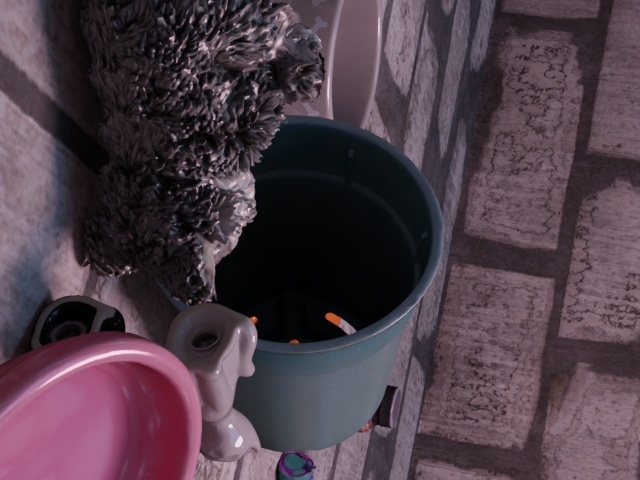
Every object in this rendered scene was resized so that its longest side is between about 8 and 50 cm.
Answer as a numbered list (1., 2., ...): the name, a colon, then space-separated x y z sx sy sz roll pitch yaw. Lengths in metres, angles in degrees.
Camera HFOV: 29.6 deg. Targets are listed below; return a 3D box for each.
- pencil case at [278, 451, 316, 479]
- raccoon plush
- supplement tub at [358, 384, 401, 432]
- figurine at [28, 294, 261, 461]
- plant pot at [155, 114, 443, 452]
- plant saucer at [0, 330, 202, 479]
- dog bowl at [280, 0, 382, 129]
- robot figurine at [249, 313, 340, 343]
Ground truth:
1. pencil case: -0.039 0.447 2.128 0.070 0.064 0.152 -30 131 -40
2. raccoon plush: -0.200 -0.135 1.147 0.446 0.216 0.299 34 77 -42
3. supplement tub: 0.032 0.265 2.035 0.106 0.197 0.106 9 90 -75
4. figurine: -0.165 0.156 1.221 0.209 0.214 0.092 86 9 -47
5. plant pot: -0.030 0.080 1.513 0.334 0.341 0.341 90 15 -54
6. plant saucer: -0.243 0.221 1.042 0.332 0.084 0.332 -36 141 -37
7. dog bowl: 0.011 -0.286 1.848 0.349 0.102 0.349 9 90 -75
8. robot figurine: -0.043 0.146 1.823 0.158 0.128 0.219 82 23 -46
